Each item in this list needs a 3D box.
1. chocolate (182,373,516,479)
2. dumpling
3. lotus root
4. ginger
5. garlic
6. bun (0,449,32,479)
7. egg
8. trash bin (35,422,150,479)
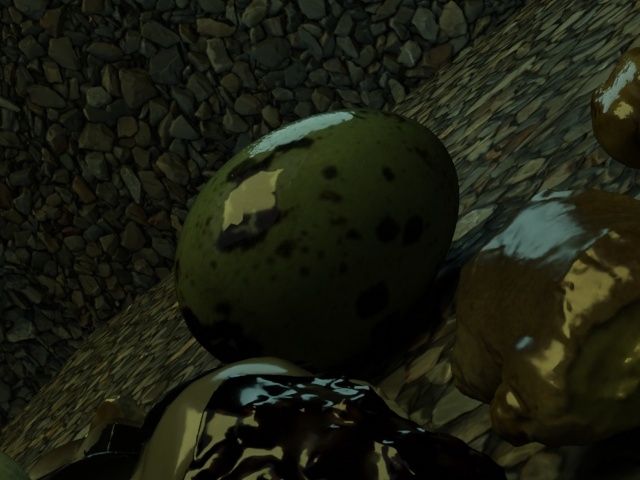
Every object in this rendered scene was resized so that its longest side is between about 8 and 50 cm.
[{"bbox_3d":[0.040,0.188,0.647,0.177,0.206,0.224,-8,-13,28],"label":"chocolate"},{"bbox_3d":[-0.045,0.183,0.884,0.293,0.163,0.204,-21,-1,-29],"label":"dumpling"},{"bbox_3d":[0.332,-0.128,0.977,0.221,0.118,0.125,-76,4,-68],"label":"lotus root"},{"bbox_3d":[0.178,0.064,0.724,0.275,0.130,0.221,-36,19,56],"label":"ginger"},{"bbox_3d":[-0.369,0.372,1.462,0.279,0.132,0.325,-46,3,24],"label":"garlic"},{"bbox_3d":[-0.461,0.435,1.244,0.364,0.202,0.364,-27,50,38],"label":"bun"},{"bbox_3d":[0.000,0.000,1.199,0.379,0.288,0.287,-31,8,-15],"label":"egg"},{"bbox_3d":[-0.260,0.335,0.994,0.301,0.203,0.252,-32,49,48],"label":"trash bin"}]
